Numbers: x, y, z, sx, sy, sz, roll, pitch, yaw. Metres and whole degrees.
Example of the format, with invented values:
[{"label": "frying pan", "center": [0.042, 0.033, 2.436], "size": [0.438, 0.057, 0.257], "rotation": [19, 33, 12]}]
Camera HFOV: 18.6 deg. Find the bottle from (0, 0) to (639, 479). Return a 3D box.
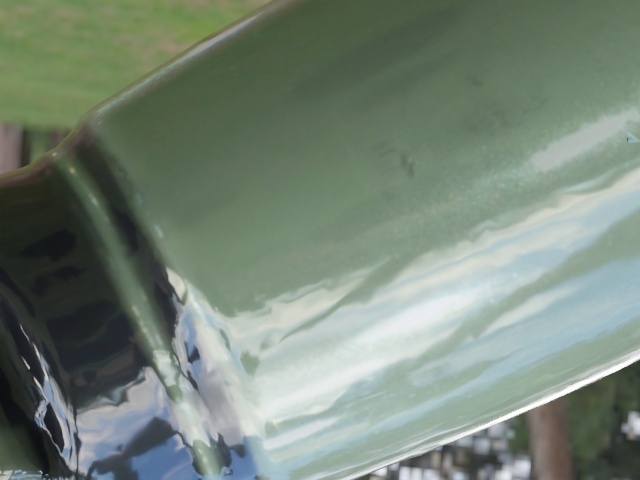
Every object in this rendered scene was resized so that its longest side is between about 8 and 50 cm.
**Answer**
[{"label": "bottle", "center": [-0.001, 0.001, 0.644], "size": [0.347, 0.168, 0.168], "rotation": [-25, -170, -10]}]
